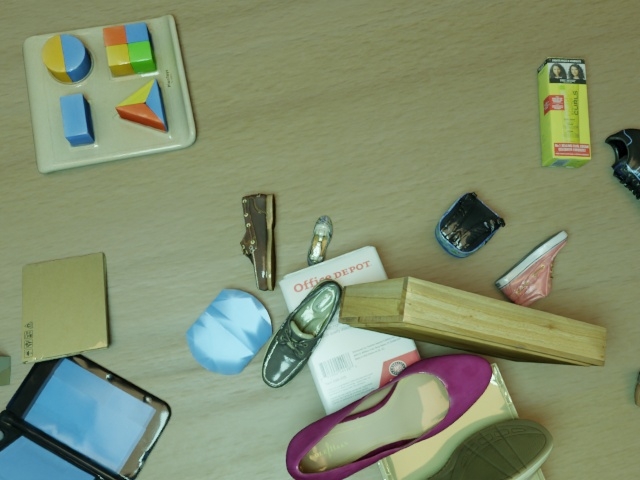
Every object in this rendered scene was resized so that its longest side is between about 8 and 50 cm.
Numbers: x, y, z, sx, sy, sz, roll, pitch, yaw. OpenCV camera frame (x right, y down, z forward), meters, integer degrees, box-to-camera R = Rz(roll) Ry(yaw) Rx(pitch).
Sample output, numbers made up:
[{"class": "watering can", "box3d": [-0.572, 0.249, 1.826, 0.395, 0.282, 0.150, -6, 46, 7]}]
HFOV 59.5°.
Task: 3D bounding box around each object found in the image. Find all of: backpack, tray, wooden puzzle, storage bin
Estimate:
[{"class": "backpack", "box3d": [0.292, -0.023, 1.139, 0.114, 0.084, 0.105, -43, 81, -13]}, {"class": "tray", "box3d": [0.259, 0.148, 0.962, 0.411, 0.203, 0.076, 14, 76, -23]}, {"class": "wooden puzzle", "box3d": [-0.465, -0.330, 1.205, 0.348, 0.080, 0.321, -12, 79, -3]}, {"class": "storage bin", "box3d": [0.238, 0.386, 1.034, 0.263, 0.123, 0.260, -20, 79, -5]}]

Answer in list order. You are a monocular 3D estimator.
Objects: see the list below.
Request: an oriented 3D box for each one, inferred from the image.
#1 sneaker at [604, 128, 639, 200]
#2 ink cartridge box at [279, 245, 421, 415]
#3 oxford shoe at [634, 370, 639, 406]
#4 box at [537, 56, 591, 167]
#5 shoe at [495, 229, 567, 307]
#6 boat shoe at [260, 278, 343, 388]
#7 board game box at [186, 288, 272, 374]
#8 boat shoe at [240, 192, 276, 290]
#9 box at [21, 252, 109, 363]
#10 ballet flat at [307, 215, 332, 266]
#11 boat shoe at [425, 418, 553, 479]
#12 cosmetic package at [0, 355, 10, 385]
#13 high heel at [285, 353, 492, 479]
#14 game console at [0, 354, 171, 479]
[{"class": "sneaker", "box3d": [0.668, -0.125, 1.169, 0.091, 0.081, 0.232, -9, 71, 1]}, {"class": "ink cartridge box", "box3d": [0.059, 0.172, 1.082, 0.197, 0.114, 0.272, -20, 80, -3]}, {"class": "oxford shoe", "box3d": [0.712, 0.304, 1.090, 0.213, 0.076, 0.075, 7, 108, -1]}, {"class": "box", "box3d": [0.523, -0.275, 1.207, 0.088, 0.058, 0.232, 3, 78, 0]}, {"class": "shoe", "box3d": [0.447, 0.062, 1.136, 0.178, 0.063, 0.081, -39, 82, -2]}, {"class": "boat shoe", "box3d": [-0.036, 0.161, 0.990, 0.080, 0.073, 0.223, 34, 84, 9]}, {"class": "board game box", "box3d": [-0.179, 0.183, 1.122, 0.133, 0.033, 0.168, 40, 86, 2]}, {"class": "boat shoe", "box3d": [-0.127, 0.004, 1.142, 0.073, 0.073, 0.206, -3, 71, 1]}, {"class": "box", "box3d": [-0.510, 0.132, 1.118, 0.165, 0.021, 0.201, -10, 68, -5]}, {"class": "ballet flat", "box3d": [0.000, 0.000, 1.157, 0.041, 0.041, 0.114, 13, 78, 3]}, {"class": "boat shoe", "box3d": [0.257, 0.412, 0.924, 0.302, 0.109, 0.098, -35, 120, -7]}, {"class": "cosmetic package", "box3d": [-0.638, 0.249, 1.063, 0.041, 0.115, 0.060, -4, 79, -2]}, {"class": "high heel", "box3d": [0.125, 0.288, 0.899, 0.378, 0.181, 0.127, -28, 79, -5]}, {"class": "game console", "box3d": [-0.473, 0.360, 1.018, 0.293, 0.250, 0.173, 26, 106, 6]}]
